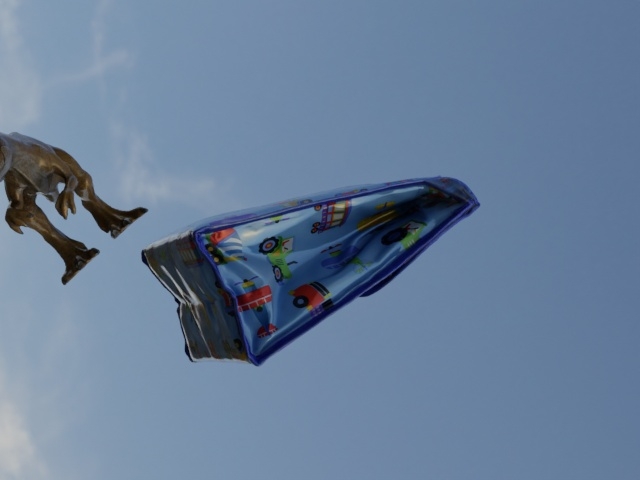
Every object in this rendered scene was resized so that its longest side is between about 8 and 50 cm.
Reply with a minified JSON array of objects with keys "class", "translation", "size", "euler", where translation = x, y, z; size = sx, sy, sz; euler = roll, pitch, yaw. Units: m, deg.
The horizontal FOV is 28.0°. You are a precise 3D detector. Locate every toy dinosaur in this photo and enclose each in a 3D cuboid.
[{"class":"toy dinosaur","translation":[-0.161,-0.037,0.737],"size":[0.112,0.064,0.211],"euler":[48,-8,-7]}]

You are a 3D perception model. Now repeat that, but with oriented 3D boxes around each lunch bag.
[{"class":"lunch bag","translation":[0.000,0.000,1.258],"size":[0.138,0.293,0.221],"euler":[66,-20,-4]}]
